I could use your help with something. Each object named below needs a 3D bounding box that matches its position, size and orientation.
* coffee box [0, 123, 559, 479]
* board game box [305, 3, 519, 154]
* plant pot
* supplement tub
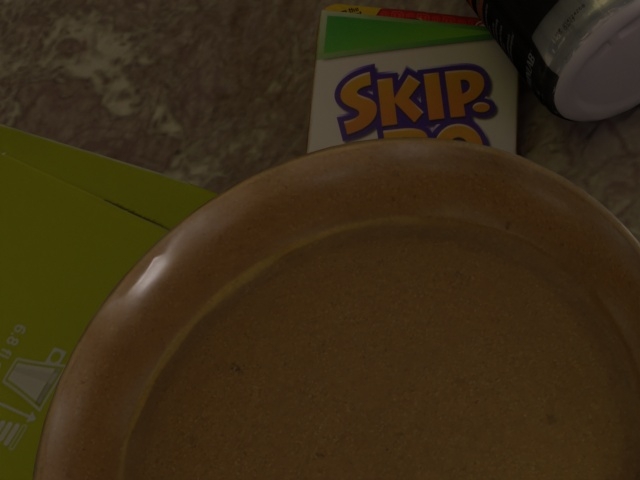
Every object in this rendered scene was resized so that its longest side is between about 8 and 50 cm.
[{"bbox_3d":[-0.061,0.191,0.803,0.338,0.334,0.338,19,71,34],"label":"coffee box"},{"bbox_3d":[0.051,-0.035,1.046,0.124,0.039,0.259,6,58,-1],"label":"board game box"},{"bbox_3d":[0.013,0.074,0.609,0.236,0.032,0.236,-10,60,18],"label":"plant pot"},{"bbox_3d":[0.134,-0.172,1.047,0.117,0.117,0.190,-34,62,5],"label":"supplement tub"}]
